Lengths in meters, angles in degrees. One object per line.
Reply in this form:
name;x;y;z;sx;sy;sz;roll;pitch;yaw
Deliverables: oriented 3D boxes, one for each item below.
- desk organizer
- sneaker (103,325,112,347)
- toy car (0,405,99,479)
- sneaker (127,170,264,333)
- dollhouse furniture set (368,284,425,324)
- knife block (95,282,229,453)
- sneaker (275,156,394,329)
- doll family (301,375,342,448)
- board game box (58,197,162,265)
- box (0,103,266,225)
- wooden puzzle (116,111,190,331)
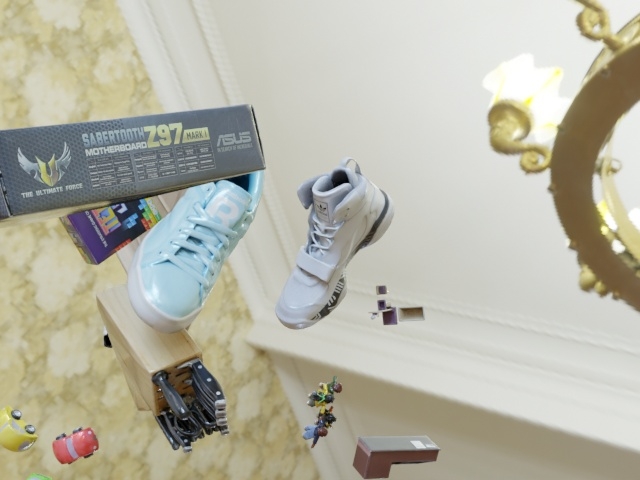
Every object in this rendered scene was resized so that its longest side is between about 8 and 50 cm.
desk organizer;0.119;0.342;1.367;0.047;0.130;0.050;35;-63;61
sneaker;-0.395;0.160;1.660;0.040;0.043;0.109;12;-64;-1
toy car;-0.565;0.462;1.730;0.239;0.053;0.224;11;-80;17
sneaker;-0.181;-0.022;1.328;0.135;0.366;0.150;31;-50;-12
dollhouse furniture set;0.162;0.140;1.868;0.114;0.081;0.091;-6;-92;34
knife block;-0.233;0.180;1.310;0.242;0.088;0.275;-26;-96;62
sneaker;0.000;0.000;1.798;0.137;0.365;0.210;28;-14;36
doll family;0.006;0.448;2.262;0.076;0.193;0.111;12;-16;-29
board game box;-0.354;-0.068;1.394;0.048;0.141;0.170;4;-54;49
box;-0.185;-0.050;0.650;0.183;0.233;0.059;-8;-83;41
wooden puzzle;-0.271;-0.028;1.714;0.322;0.081;0.347;52;-57;35
